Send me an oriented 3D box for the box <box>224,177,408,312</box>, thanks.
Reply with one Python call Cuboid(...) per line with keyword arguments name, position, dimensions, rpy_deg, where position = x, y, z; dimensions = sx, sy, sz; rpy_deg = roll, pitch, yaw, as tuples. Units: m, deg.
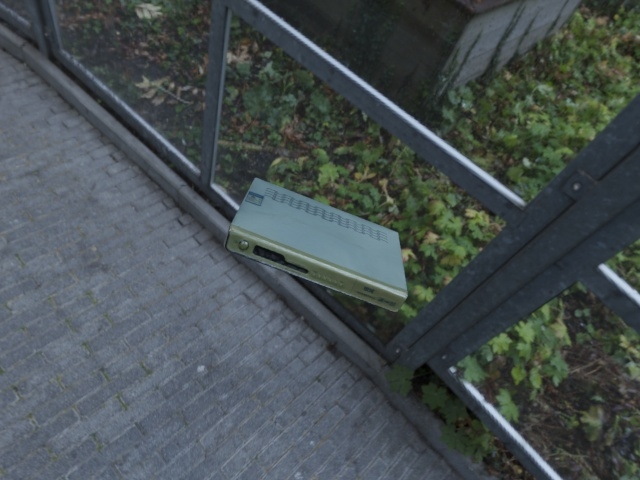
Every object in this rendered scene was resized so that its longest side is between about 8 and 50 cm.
Cuboid(name="box", position=(0.000, 0.000, 0.695), dimensions=(0.270, 0.045, 0.211), rpy_deg=(20, 29, -9))
